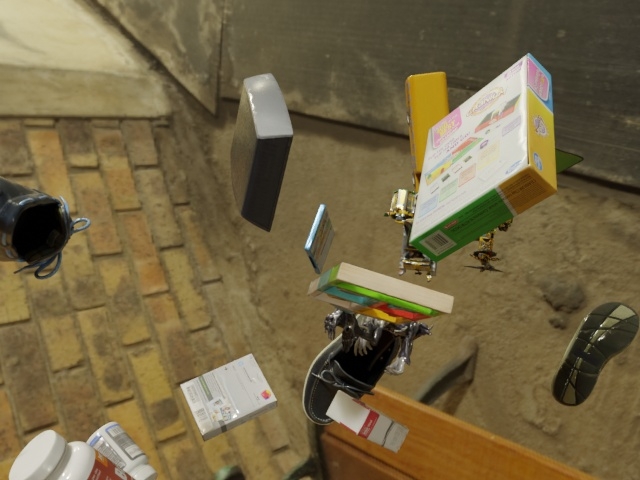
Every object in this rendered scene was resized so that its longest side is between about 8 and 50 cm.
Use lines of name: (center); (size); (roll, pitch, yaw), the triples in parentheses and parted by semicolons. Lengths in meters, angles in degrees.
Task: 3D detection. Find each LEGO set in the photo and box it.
LEGO set: (0.321, 0.005, 1.643); (0.331, 0.255, 0.192); (7, 73, 8)

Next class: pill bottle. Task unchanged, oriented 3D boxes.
pill bottle: (-0.379, 0.401, 1.023); (0.121, 0.121, 0.216); (-4, 133, 47)
pill bottle: (-0.383, 0.426, 1.238); (0.137, 0.078, 0.078); (40, 125, 20)

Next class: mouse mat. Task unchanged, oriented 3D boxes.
mouse mat: (0.547, -0.215, 1.624); (0.152, 0.189, 0.007); (131, 157, -78)

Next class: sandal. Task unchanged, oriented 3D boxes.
sandal: (0.678, 0.279, 1.615); (0.120, 0.086, 0.303); (38, 88, 15)

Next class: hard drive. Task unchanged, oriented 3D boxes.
hard drive: (-0.096, -0.144, 0.972); (0.255, 0.054, 0.172); (-108, 30, -56)

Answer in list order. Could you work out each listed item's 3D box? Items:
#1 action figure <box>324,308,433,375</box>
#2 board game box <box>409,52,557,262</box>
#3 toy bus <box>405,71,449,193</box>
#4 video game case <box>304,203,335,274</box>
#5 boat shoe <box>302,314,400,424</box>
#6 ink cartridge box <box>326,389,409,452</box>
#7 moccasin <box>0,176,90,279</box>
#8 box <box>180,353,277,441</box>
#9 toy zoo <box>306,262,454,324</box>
action figure: (0.140, 0.226, 1.487); (0.164, 0.275, 0.141); (17, 93, 54)
board game box: (0.272, -0.142, 1.072); (0.064, 0.317, 0.242); (36, 134, -19)
toy bus: (0.308, -0.290, 1.792); (0.130, 0.108, 0.333); (-80, -16, -85)
video game case: (0.000, 0.000, 1.548); (0.015, 0.166, 0.119); (15, 70, 15)
boat shoe: (0.090, 0.387, 1.920); (0.186, 0.156, 0.500); (31, 115, -7)
ink cartridge box: (0.094, 0.358, 1.261); (0.099, 0.135, 0.056); (18, 76, 51)
moccasin: (-0.419, -0.007, 0.913); (0.116, 0.342, 0.138); (23, 87, 0)
box: (-0.216, 0.366, 1.508); (0.145, 0.186, 0.038); (54, 158, 35)
toy zoo: (0.087, 0.102, 1.128); (0.293, 0.192, 0.030); (136, 151, -74)
